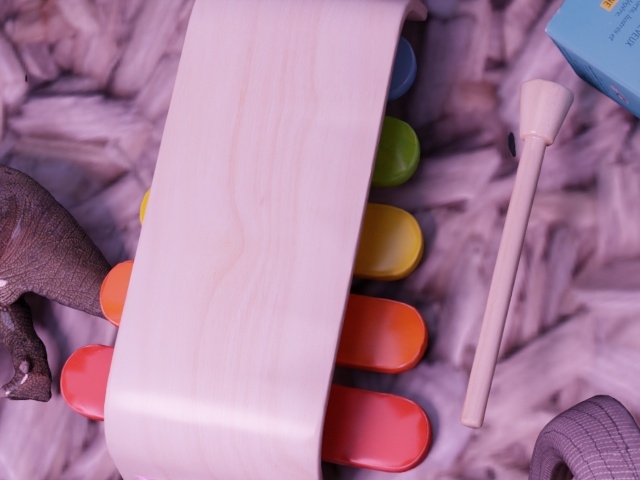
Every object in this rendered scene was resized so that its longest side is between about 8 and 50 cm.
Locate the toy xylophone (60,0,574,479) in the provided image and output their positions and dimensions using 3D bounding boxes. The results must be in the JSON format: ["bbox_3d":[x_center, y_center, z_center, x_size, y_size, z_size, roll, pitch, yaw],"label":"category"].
[{"bbox_3d":[0.000,0.000,0.974,0.236,0.081,0.323,16,77,15],"label":"toy xylophone"}]

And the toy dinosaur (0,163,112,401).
[{"bbox_3d":[-0.227,0.013,1.066,0.313,0.121,0.160,-2,84,30],"label":"toy dinosaur"}]

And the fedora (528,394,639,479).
[{"bbox_3d":[0.168,0.189,0.765,0.124,0.275,0.244,-8,28,-6],"label":"fedora"}]

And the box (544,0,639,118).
[{"bbox_3d":[0.234,-0.071,0.900,0.244,0.060,0.100,39,92,32],"label":"box"}]
